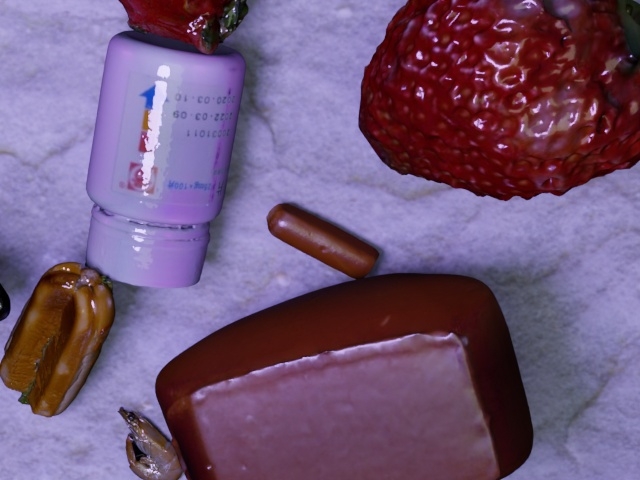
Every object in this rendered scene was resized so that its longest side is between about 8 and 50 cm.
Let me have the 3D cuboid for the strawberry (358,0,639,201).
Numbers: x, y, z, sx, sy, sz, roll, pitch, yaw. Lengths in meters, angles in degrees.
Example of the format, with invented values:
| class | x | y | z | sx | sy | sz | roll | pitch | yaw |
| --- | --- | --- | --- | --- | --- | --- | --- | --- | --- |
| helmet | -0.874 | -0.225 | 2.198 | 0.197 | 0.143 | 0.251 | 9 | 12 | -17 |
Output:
| class | x | y | z | sx | sy | sz | roll | pitch | yaw |
| --- | --- | --- | --- | --- | --- | --- | --- | --- | --- |
| strawberry | 0.197 | -0.166 | 1.736 | 0.310 | 0.292 | 0.292 | -41 | 101 | 2 |

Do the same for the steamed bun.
| class | x | y | z | sx | sy | sz | roll | pitch | yaw |
| --- | --- | --- | --- | --- | --- | --- | --- | --- | --- |
| steamed bun | 0.032 | 0.168 | 1.826 | 0.379 | 0.248 | 0.235 | -16 | 101 | 14 |

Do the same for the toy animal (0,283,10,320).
| class | x | y | z | sx | sy | sz | roll | pitch | yaw |
| --- | --- | --- | --- | --- | --- | --- | --- | --- | --- |
| toy animal | -0.450 | 0.051 | 1.744 | 0.303 | 0.344 | 0.194 | -26 | 106 | 16 |

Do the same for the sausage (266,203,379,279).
| class | x | y | z | sx | sy | sz | roll | pitch | yaw |
| --- | --- | --- | --- | --- | --- | --- | --- | --- | --- |
| sausage | 0.000 | 0.000 | 1.890 | 0.131 | 0.041 | 0.039 | 27 | 123 | -6 |

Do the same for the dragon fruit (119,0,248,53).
| class | x | y | z | sx | sy | sz | roll | pitch | yaw |
| --- | --- | --- | --- | --- | --- | --- | --- | --- | --- |
| dragon fruit | -0.126 | -0.332 | 1.748 | 0.200 | 0.198 | 0.269 | 31 | 87 | 3 |

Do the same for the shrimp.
| class | x | y | z | sx | sy | sz | roll | pitch | yaw |
| --- | --- | --- | --- | --- | --- | --- | --- | --- | --- |
| shrimp | -0.203 | 0.240 | 1.956 | 0.059 | 0.023 | 0.108 | -41 | 100 | 17 |

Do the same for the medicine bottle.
| class | x | y | z | sx | sy | sz | roll | pitch | yaw |
| --- | --- | --- | --- | --- | --- | --- | --- | --- | --- |
| medicine bottle | -0.170 | -0.087 | 1.812 | 0.152 | 0.152 | 0.254 | 9 | 105 | -3 |

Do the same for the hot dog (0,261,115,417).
| class | x | y | z | sx | sy | sz | roll | pitch | yaw |
| --- | --- | --- | --- | --- | --- | --- | --- | --- | --- |
| hot dog | -0.283 | 0.107 | 1.857 | 0.104 | 0.076 | 0.250 | 41 | 140 | 10 |
